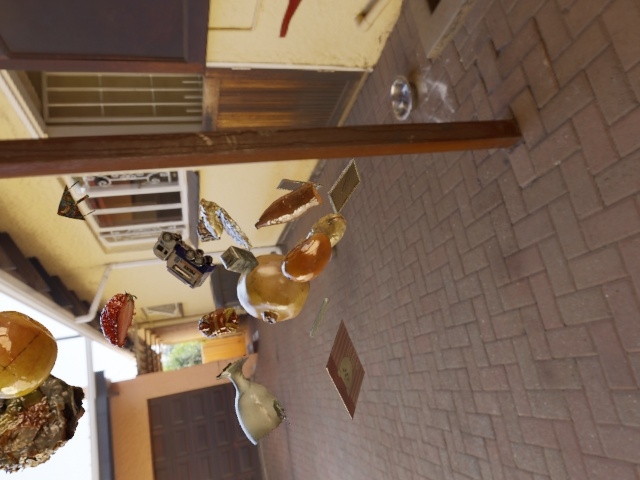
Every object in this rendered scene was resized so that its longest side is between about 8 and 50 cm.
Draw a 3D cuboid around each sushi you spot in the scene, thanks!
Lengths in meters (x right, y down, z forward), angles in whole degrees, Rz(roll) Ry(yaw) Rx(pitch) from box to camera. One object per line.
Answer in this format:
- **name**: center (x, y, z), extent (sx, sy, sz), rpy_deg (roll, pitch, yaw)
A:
- **sushi**: center (-0.434, -0.035, 1.679), extent (0.094, 0.084, 0.098), rpy_deg (101, 162, -64)
- **sushi**: center (-1.174, 0.705, 1.713), extent (0.176, 0.417, 0.417), rpy_deg (-48, 47, 38)

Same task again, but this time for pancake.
- **pancake**: center (-0.325, -0.055, 1.379), extent (0.212, 0.056, 0.257), rpy_deg (21, 153, 47)

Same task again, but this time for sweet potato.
- **sweet potato**: center (-0.149, -0.140, 1.911), extent (0.131, 0.336, 0.131), rpy_deg (54, -161, -29)

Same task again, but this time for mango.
- **mango**: center (-0.034, 0.047, 1.180), extent (0.105, 0.159, 0.084), rpy_deg (43, 180, 27)

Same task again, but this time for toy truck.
- **toy truck**: center (-0.614, 0.082, 1.912), extent (0.155, 0.268, 0.124), rpy_deg (-55, -4, 1)

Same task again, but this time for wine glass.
- **wine glass**: center (-0.293, 0.679, 1.838), extent (0.357, 0.190, 0.190), rpy_deg (51, 152, 15)

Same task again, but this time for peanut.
- **peanut**: center (0.000, 0.000, 1.716), extent (0.290, 0.130, 0.130), rpy_deg (-48, 47, 38)

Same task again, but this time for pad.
- **pad**: center (0.093, 0.444, 1.478), extent (0.202, 0.005, 0.300), rpy_deg (-65, -38, -47)

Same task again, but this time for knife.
- **knife**: center (-0.004, 0.302, 1.702), extent (0.044, 0.023, 0.162), rpy_deg (-173, 107, -82)

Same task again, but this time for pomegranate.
- **pomegranate**: center (-0.258, 0.270, 2.382), extent (0.416, 0.416, 0.417), rpy_deg (174, 90, -73)

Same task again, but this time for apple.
- **apple**: center (-0.989, 0.357, 1.371), extent (0.233, 0.286, 0.286), rpy_deg (-55, 3, -23)

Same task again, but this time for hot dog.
- **hot dog**: center (-0.516, 0.423, 2.198), extent (0.103, 0.213, 0.146), rpy_deg (-169, 60, -80)

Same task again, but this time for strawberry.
- **strawberry**: center (-0.916, 0.344, 1.925), extent (0.175, 0.106, 0.236), rpy_deg (89, -171, -53)

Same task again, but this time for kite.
- **kite**: center (-1.062, -0.154, 1.856), extent (0.010, 0.160, 0.183), rpy_deg (12, 132, 29)

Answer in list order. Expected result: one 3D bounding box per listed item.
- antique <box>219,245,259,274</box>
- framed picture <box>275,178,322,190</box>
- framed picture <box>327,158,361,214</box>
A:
- **antique**: center (-0.388, 0.093, 2.052), extent (0.088, 0.086, 0.183), rpy_deg (52, -168, 25)
- **framed picture**: center (-0.109, -0.264, 2.103), extent (0.252, 0.197, 0.014), rpy_deg (170, 106, -77)
- **framed picture**: center (0.103, -0.228, 1.837), extent (0.015, 0.203, 0.150), rpy_deg (24, 160, 28)
